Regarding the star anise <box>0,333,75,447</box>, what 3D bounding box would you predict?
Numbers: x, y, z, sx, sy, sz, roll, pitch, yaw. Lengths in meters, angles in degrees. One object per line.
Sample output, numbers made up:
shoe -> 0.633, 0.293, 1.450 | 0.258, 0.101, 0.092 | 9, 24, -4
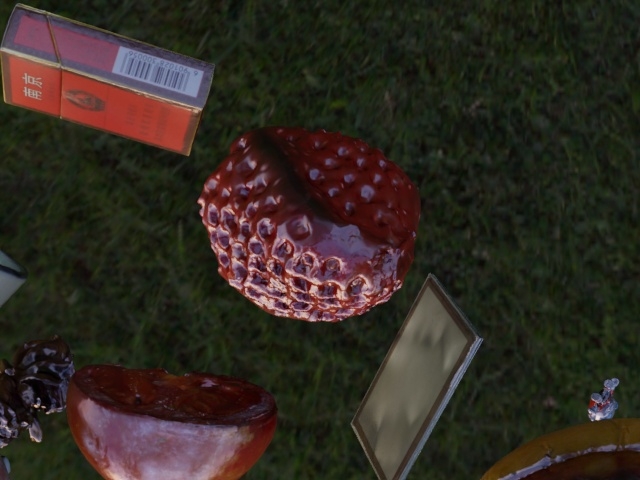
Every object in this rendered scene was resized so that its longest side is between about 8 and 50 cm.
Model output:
star anise -> -0.414, 0.220, 1.704 | 0.126, 0.220, 0.190 | 50, 131, -2

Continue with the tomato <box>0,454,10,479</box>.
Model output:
tomato -> -0.469, 0.316, 1.347 | 0.317, 0.283, 0.316 | 17, 111, 50

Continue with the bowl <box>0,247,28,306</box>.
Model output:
bowl -> -0.467, 0.011, 1.121 | 0.354, 0.354, 0.185 | 34, 86, -10

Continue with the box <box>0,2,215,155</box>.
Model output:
box -> -0.255, -0.187, 1.468 | 0.240, 0.074, 0.153 | 17, 164, -7

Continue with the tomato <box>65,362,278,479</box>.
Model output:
tomato -> -0.169, 0.223, 1.369 | 0.233, 0.200, 0.139 | 8, 98, 0

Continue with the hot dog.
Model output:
hot dog -> 0.211, 0.254, 1.065 | 0.326, 0.194, 0.107 | -35, 140, 10

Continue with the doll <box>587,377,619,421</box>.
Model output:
doll -> 0.394, 0.230, 1.715 | 0.039, 0.057, 0.114 | 7, 150, 14

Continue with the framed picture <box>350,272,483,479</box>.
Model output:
framed picture -> 0.110, 0.172, 1.480 | 0.010, 0.173, 0.231 | 19, 108, -23

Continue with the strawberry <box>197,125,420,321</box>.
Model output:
strawberry -> 0.000, 0.000, 1.702 | 0.295, 0.345, 0.317 | -44, 112, 8
